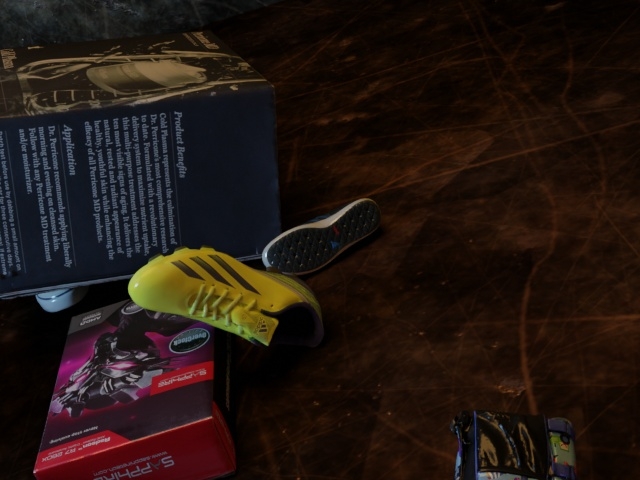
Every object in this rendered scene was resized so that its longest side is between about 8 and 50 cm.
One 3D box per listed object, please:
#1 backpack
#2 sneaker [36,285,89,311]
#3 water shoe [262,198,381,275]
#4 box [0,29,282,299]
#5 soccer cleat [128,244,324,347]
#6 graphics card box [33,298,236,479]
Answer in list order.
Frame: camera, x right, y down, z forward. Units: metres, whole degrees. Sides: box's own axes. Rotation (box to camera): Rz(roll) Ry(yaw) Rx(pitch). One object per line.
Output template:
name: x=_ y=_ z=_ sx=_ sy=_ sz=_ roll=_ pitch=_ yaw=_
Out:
backpack: x=0.173 y=0.260 z=1.017 sx=0.117 sy=0.158 sz=0.173 roll=2 pitch=43 yaw=4
sneaker: x=-0.458 y=0.037 z=1.943 sx=0.094 sy=0.091 sz=0.258 roll=-22 pitch=26 yaw=-4
water shoe: x=0.000 y=0.000 z=1.742 sx=0.203 sy=0.073 sz=0.080 roll=-24 pitch=5 yaw=-16
box: x=-0.353 y=-0.150 z=1.881 sx=0.471 sy=0.297 sz=0.480 roll=-7 pitch=23 yaw=-17
soccer cleat: x=-0.111 y=0.082 z=1.464 sx=0.093 sy=0.289 sz=0.121 roll=-54 pitch=45 yaw=26
graphics card box: x=-0.230 y=0.193 z=1.487 sx=0.232 sy=0.094 sz=0.371 roll=-18 pitch=26 yaw=5
